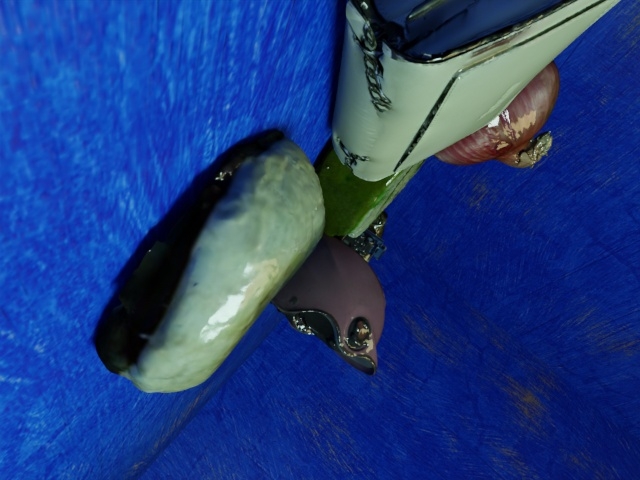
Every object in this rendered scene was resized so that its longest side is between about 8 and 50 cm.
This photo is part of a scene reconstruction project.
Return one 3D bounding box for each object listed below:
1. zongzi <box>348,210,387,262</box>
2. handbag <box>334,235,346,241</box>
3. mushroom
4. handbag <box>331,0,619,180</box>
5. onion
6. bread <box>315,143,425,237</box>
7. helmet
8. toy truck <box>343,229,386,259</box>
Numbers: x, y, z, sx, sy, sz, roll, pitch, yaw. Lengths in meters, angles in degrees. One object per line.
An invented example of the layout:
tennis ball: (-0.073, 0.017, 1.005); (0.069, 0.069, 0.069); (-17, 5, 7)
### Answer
zongzi: (0.132, 0.016, 1.635); (0.289, 0.154, 0.317); (3, 106, -85)
handbag: (0.000, 0.000, 1.139); (0.257, 0.114, 0.285); (-57, 173, 5)
mushroom: (-0.107, 0.046, 0.521); (0.344, 0.130, 0.247); (-50, 170, 1)
handbag: (0.129, -0.202, 0.501); (0.237, 0.160, 0.358); (-34, 175, -4)
onion: (0.396, -0.346, 1.071); (0.353, 0.354, 0.353); (-49, 174, -7)
bread: (0.123, -0.154, 0.860); (0.382, 0.129, 0.366); (-48, 173, -15)
helmet: (0.014, 0.106, 0.901); (0.197, 0.338, 0.271); (-58, -162, -15)
toy truck: (0.120, -0.016, 1.429); (0.074, 0.202, 0.088); (-59, 173, 36)
